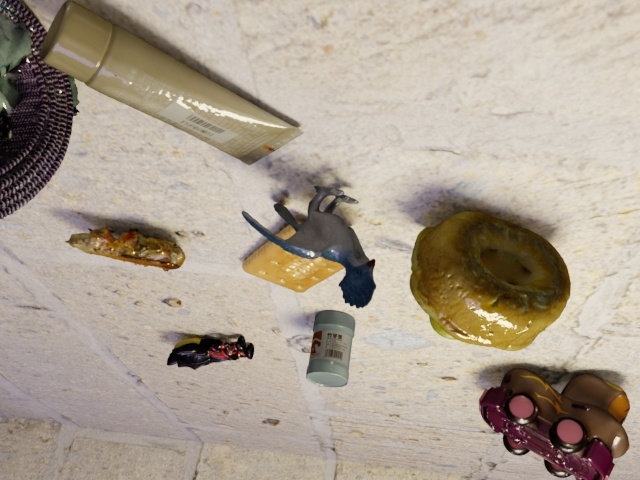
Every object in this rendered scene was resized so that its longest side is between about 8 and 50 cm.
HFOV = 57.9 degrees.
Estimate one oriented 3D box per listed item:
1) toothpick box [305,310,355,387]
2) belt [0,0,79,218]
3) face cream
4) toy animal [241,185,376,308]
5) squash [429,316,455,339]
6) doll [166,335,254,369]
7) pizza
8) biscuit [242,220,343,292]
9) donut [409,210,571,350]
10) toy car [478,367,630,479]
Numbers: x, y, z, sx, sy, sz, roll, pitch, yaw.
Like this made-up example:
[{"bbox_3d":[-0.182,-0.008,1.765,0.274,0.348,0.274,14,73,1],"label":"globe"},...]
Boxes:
[{"bbox_3d":[0.025,0.253,1.351,0.101,0.153,0.101,7,147,5],"label":"toothpick box"},{"bbox_3d":[-0.429,-0.155,0.677,0.122,0.325,0.260,2,129,19],"label":"belt"},{"bbox_3d":[-0.194,-0.195,0.788,0.341,0.084,0.137,24,148,-37],"label":"face cream"},{"bbox_3d":[0.000,0.000,0.924,0.239,0.176,0.255,17,176,-43],"label":"toy animal"},{"bbox_3d":[0.279,0.137,1.137,0.123,0.123,0.187,18,146,-14],"label":"squash"},{"bbox_3d":[-0.313,0.310,1.607,0.248,0.088,0.127,-13,122,16],"label":"doll"},{"bbox_3d":[-0.376,0.013,1.170,0.226,0.069,0.147,10,170,6],"label":"pizza"},{"bbox_3d":[-0.042,0.041,1.139,0.160,0.030,0.249,24,148,-23],"label":"biscuit"},{"bbox_3d":[0.278,0.066,0.942,0.261,0.209,0.128,13,147,-15],"label":"donut"},{"bbox_3d":[0.591,0.430,1.446,0.340,0.240,0.271,26,155,30],"label":"toy car"}]
